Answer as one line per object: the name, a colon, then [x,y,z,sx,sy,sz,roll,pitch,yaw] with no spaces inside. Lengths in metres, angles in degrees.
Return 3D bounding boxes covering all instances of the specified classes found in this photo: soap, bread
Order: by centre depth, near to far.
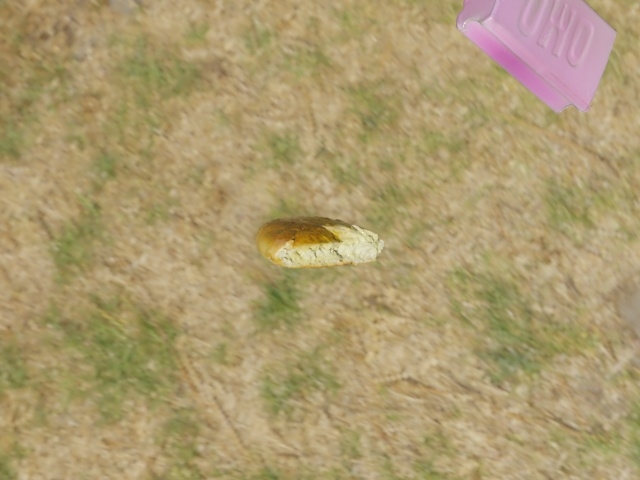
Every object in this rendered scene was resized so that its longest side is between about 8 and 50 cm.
bread: [-0.023,-0.003,1.655,0.136,0.154,0.054,14,100,51]
soap: [0.259,-0.252,1.722,0.065,0.203,0.122,3,66,50]
